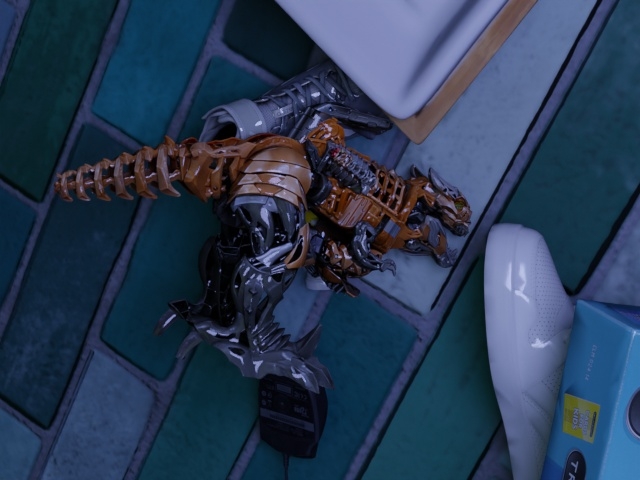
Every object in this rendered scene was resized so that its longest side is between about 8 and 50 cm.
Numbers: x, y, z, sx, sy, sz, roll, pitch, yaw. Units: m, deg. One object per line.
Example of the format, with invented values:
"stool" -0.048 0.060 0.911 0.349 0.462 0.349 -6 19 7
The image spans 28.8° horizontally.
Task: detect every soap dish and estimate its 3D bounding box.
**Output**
"soap dish" 0.056 -0.255 0.947 0.291 0.118 0.229 48 121 16

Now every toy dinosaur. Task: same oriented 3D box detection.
"toy dinosaur" -0.042 -0.011 0.999 0.322 0.164 0.218 13 96 0

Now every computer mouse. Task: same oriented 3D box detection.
"computer mouse" -0.022 0.208 1.161 0.071 0.041 0.242 15 115 31

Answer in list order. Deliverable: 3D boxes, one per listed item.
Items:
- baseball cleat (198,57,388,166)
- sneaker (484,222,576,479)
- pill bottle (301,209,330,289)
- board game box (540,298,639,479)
"baseball cleat" -0.017 -0.106 1.040 0.206 0.109 0.072 -29 81 26
"sneaker" 0.229 0.117 0.982 0.169 0.108 0.292 -6 109 25
"pill bottle" 0.000 0.000 1.093 0.043 0.043 0.083 2 102 25
"board game box" 0.276 0.222 0.888 0.254 0.079 0.336 6 101 -19
